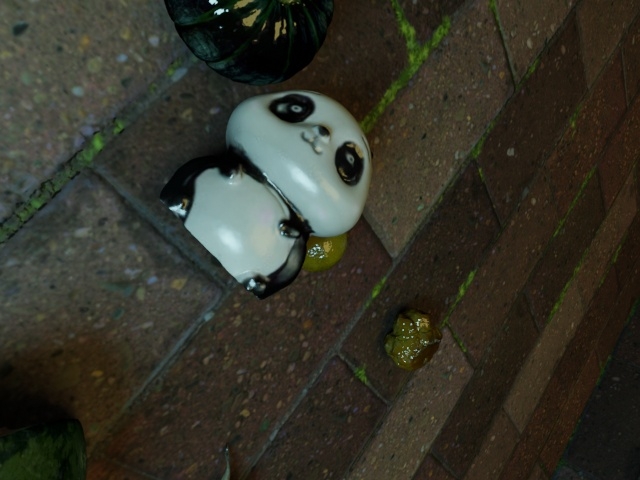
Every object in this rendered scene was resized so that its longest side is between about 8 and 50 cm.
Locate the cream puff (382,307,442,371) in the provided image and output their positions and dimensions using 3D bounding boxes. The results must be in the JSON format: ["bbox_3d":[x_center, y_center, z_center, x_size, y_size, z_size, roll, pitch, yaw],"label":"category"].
[{"bbox_3d":[0.174,0.189,0.855,0.115,0.094,0.122,-26,141,-29],"label":"cream puff"}]

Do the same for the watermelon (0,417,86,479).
[{"bbox_3d":[-0.334,0.287,0.325,0.292,0.251,0.283,-18,153,-17],"label":"watermelon"}]

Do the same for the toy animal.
[{"bbox_3d":[-0.048,-0.064,0.517,0.235,0.165,0.187,-44,95,-4],"label":"toy animal"}]

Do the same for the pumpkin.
[{"bbox_3d":[-0.070,-0.270,0.473,0.201,0.140,0.202,-22,124,-37],"label":"pumpkin"}]

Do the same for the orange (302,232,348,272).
[{"bbox_3d":[0.000,0.000,0.653,0.095,0.085,0.085,-48,128,-17],"label":"orange"}]

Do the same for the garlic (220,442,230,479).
[{"bbox_3d":[-0.131,0.503,0.675,0.339,0.151,0.196,66,33,-23],"label":"garlic"}]
